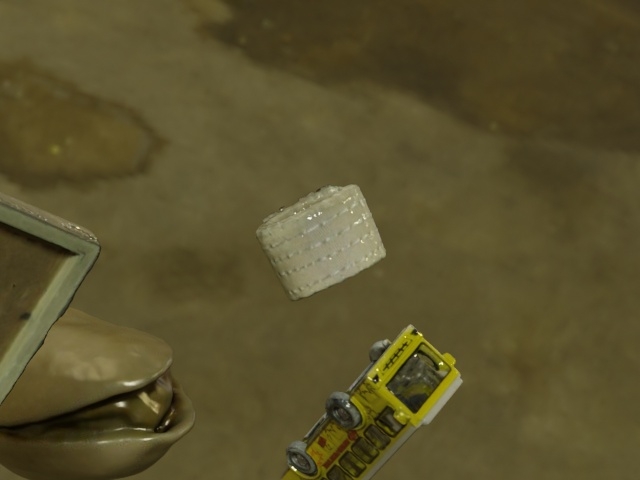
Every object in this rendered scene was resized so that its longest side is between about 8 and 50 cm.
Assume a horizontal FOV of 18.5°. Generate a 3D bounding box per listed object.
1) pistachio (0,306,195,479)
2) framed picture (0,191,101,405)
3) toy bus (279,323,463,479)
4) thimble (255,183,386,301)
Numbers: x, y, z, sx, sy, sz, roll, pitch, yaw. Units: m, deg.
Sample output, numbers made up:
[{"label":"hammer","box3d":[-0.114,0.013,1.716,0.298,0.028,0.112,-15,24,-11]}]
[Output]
[{"label":"pistachio","box3d":[-0.172,0.103,1.346,0.136,0.136,0.226,-10,9,-38]},{"label":"framed picture","box3d":[-0.272,0.092,0.963,0.232,0.315,0.024,27,9,-43]},{"label":"toy bus","box3d":[0.032,0.156,1.612,0.074,0.226,0.081,41,52,4]},{"label":"thimble","box3d":[0.000,0.000,2.018,0.115,0.102,0.090,-30,98,-30]}]
